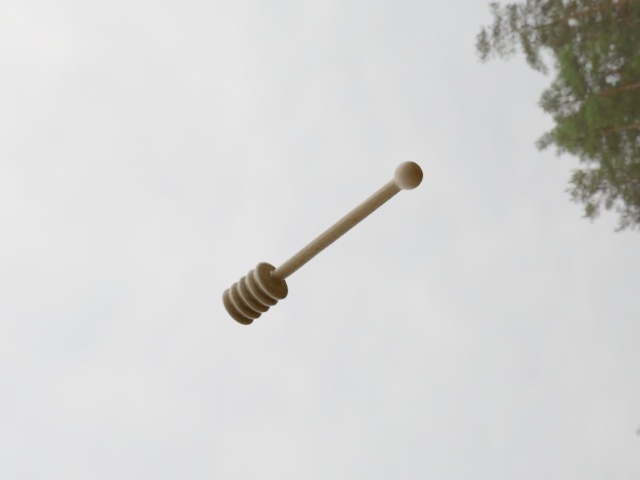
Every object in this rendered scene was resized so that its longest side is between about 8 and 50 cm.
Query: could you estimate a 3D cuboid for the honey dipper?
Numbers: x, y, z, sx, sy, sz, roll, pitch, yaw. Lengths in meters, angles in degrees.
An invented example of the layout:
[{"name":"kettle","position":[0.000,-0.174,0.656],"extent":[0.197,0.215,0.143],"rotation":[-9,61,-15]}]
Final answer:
[{"name":"honey dipper","position":[0.000,0.000,0.470],"extent":[0.030,0.160,0.030],"rotation":[41,-156,-23]}]
